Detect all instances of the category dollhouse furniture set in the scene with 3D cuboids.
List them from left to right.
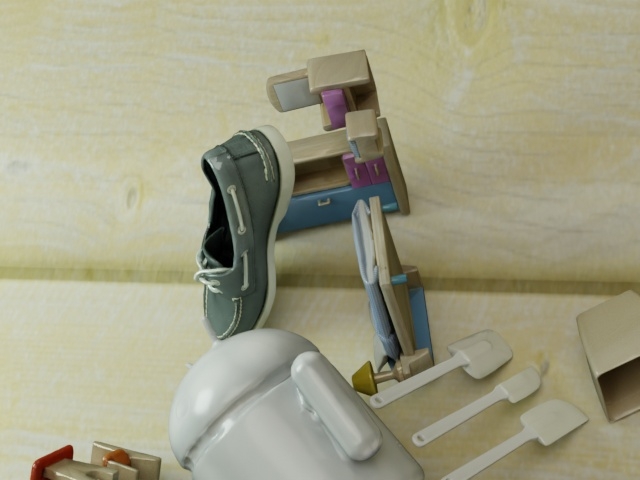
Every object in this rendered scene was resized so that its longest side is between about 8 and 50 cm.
[{"bbox_3d":[-0.310,0.359,1.655,0.135,0.262,0.259,12,100,20],"label":"dollhouse furniture set"},{"bbox_3d":[0.000,0.000,1.717,0.198,0.286,0.303,-12,52,8],"label":"dollhouse furniture set"}]

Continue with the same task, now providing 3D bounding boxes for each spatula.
[{"bbox_3d":[0.171,0.186,1.663,0.242,0.019,0.168,-21,60,-41],"label":"spatula"}]

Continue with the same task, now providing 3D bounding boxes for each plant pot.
[{"bbox_3d":[0.348,0.122,1.684,0.109,0.109,0.096,-25,50,1],"label":"plant pot"}]

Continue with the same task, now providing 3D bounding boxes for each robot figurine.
[{"bbox_3d":[-0.028,0.240,1.621,0.199,0.300,0.353,-29,71,-41],"label":"robot figurine"}]

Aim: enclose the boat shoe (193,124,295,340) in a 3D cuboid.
[{"bbox_3d":[-0.111,0.005,1.731,0.099,0.319,0.116,-18,51,-31],"label":"boat shoe"}]
